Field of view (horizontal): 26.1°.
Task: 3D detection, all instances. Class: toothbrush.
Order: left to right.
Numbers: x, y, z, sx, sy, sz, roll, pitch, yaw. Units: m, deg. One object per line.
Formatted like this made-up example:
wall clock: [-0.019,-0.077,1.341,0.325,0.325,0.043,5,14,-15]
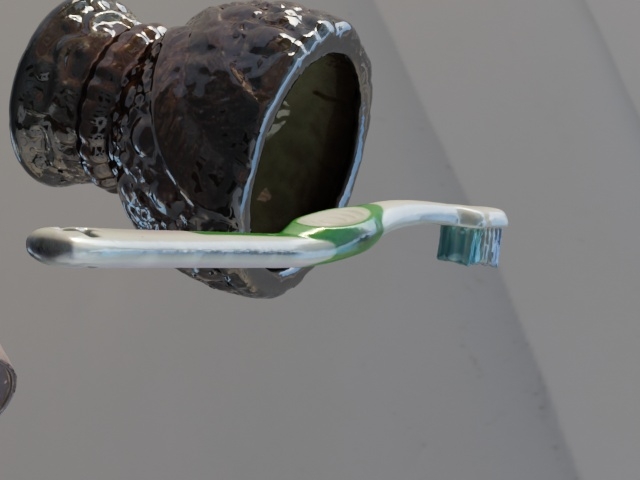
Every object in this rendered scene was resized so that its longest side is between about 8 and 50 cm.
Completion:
toothbrush: [0.001,-0.005,0.733,0.042,0.418,0.040,11,-85,32]

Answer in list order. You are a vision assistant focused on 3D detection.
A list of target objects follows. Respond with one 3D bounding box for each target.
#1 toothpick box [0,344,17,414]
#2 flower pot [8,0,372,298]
toothpick box: [-0.252,0.043,0.803,0.098,0.098,0.149,-45,-119,16]
flower pot: [-0.124,-0.107,1.268,0.267,0.266,0.266,18,-87,21]
